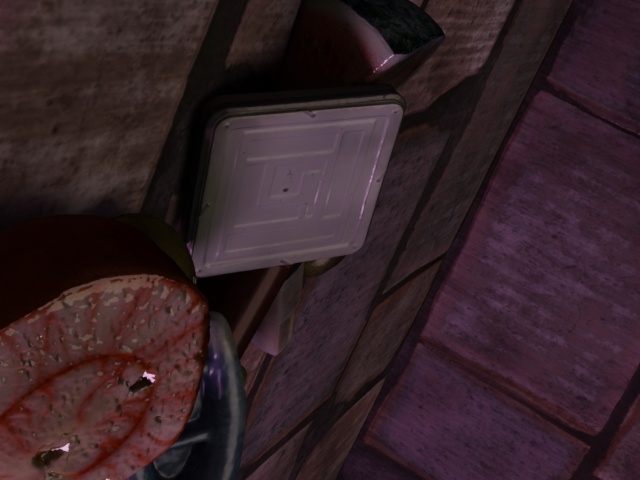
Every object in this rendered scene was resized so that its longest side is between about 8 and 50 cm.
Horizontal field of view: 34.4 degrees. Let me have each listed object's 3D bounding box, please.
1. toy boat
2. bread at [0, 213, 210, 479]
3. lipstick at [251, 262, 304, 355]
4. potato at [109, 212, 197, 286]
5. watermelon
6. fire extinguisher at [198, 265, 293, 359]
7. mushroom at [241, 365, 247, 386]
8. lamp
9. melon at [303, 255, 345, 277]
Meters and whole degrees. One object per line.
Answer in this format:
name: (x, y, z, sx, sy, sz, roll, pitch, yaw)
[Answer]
toy boat: (-0.185, 0.257, 1.330, 0.215, 0.123, 0.330, -8, 115, -38)
bread: (-0.243, 0.130, 0.985, 0.295, 0.114, 0.327, -26, 141, -28)
lipstick: (-0.075, 0.096, 1.679, 0.079, 0.077, 0.253, -51, 162, -29)
potato: (-0.204, 0.055, 1.145, 0.149, 0.113, 0.251, -46, 147, -15)
watermelon: (0.036, -0.248, 1.386, 0.226, 0.148, 0.318, -42, 177, -2)
fire extinguisher: (-0.112, 0.058, 1.473, 0.337, 0.106, 0.147, -60, -171, 0)
mushroom: (-0.208, 0.251, 1.530, 0.107, 0.087, 0.333, -55, 167, 17)
lamp: (-0.039, -0.073, 1.301, 0.269, 0.047, 0.266, -9, 134, -26)
melon: (0.000, 0.000, 1.708, 0.162, 0.099, 0.099, -47, 160, -37)
